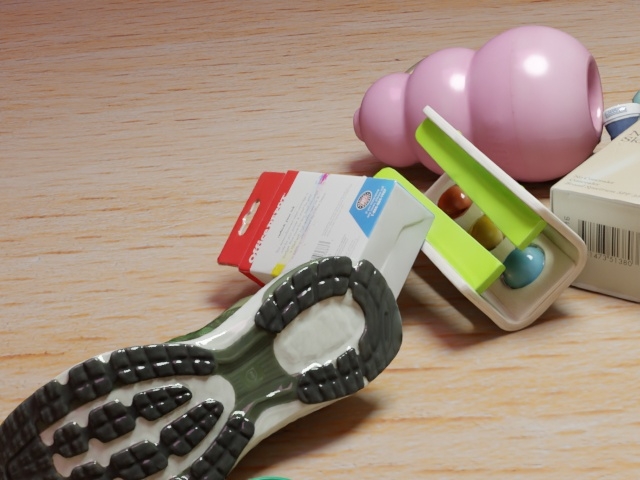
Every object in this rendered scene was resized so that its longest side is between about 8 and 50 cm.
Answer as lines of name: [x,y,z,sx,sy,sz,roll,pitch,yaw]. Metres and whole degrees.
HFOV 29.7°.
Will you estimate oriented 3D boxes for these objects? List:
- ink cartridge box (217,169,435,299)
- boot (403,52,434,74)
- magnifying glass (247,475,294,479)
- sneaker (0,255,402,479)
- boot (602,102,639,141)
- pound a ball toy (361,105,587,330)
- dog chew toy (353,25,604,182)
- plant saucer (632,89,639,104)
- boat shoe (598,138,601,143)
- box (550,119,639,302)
ink cartridge box: [0.000,0.000,1.343,0.231,0.078,0.134,9,68,50]
boot: [0.231,-0.220,1.814,0.305,0.112,0.115,-19,39,-28]
magnifying glass: [-0.080,0.267,0.977,0.092,0.026,0.231,7,27,27]
sneaker: [-0.121,0.151,1.150,0.410,0.158,0.182,-22,-1,-25]
boot: [0.436,-0.127,1.615,0.069,0.086,0.190,-18,-13,39]
pound a ball toy: [0.136,-0.006,1.382,0.208,0.136,0.319,-48,36,6]
dog chew toy: [0.203,-0.173,1.619,0.332,0.206,0.206,-4,25,23]
plant saucer: [0.532,-0.221,1.823,0.119,0.021,0.119,-5,26,3]
boat shoe: [0.332,-0.150,1.698,0.043,0.049,0.137,-29,31,-32]
box: [0.402,-0.055,1.398,0.148,0.121,0.311,13,32,35]
